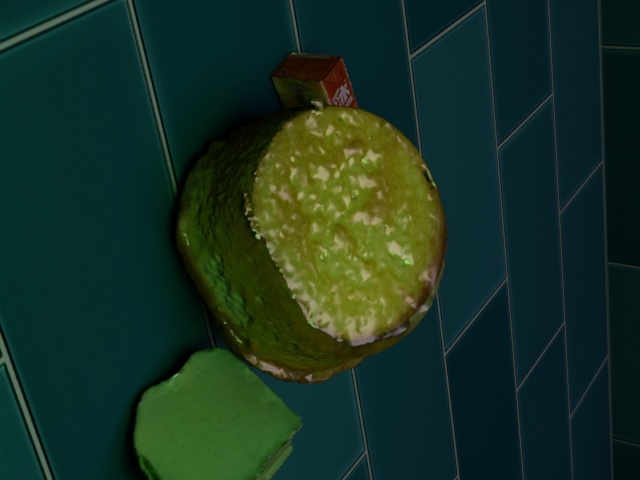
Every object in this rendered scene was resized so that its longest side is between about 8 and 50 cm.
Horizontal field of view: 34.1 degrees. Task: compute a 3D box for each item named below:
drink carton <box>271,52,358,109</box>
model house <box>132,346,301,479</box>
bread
[{"bbox_3d":[0.009,-0.182,1.628,0.071,0.096,0.223,-55,140,-34],"label":"drink carton"},{"bbox_3d":[-0.157,0.297,1.464,0.214,0.195,0.189,-44,159,-24],"label":"model house"},{"bbox_3d":[0.000,0.000,1.468,0.398,0.215,0.398,8,76,-34],"label":"bread"}]
